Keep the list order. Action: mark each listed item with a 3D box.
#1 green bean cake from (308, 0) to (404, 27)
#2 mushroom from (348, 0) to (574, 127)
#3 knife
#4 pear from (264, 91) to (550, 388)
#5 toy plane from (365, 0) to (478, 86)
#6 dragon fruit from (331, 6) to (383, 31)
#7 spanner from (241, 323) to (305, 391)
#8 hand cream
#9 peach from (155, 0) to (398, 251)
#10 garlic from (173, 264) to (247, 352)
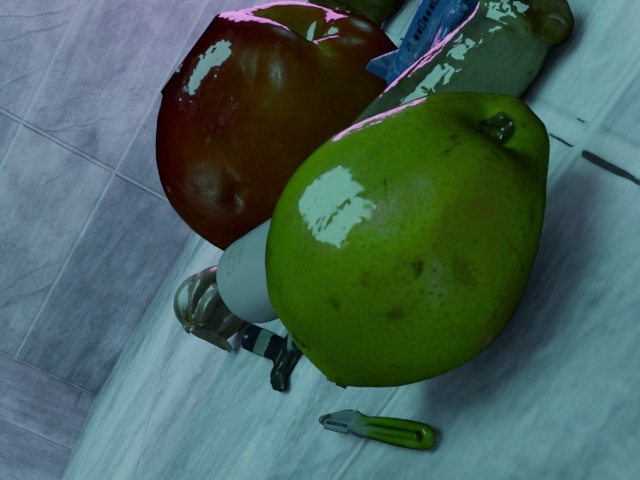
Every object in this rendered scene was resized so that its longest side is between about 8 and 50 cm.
[{"bbox_3d":[0.125,-0.578,1.395,0.310,0.202,0.285,-65,2,-20],"label":"green bean cake"},{"bbox_3d":[0.094,-0.113,0.686,0.333,0.087,0.107,-43,40,20],"label":"mushroom"},{"bbox_3d":[0.042,0.150,0.572,0.184,0.026,0.022,-21,81,66],"label":"knife"},{"bbox_3d":[0.065,-0.006,0.493,0.220,0.187,0.187,-41,21,21],"label":"pear"},{"bbox_3d":[0.146,-0.251,0.816,0.271,0.105,0.254,-43,24,49],"label":"toy plane"},{"bbox_3d":[0.057,-0.319,1.204,0.133,0.166,0.136,15,65,29],"label":"dragon fruit"},{"bbox_3d":[-0.072,0.148,0.978,0.087,0.024,0.316,-69,15,-10],"label":"spanner"},{"bbox_3d":[0.000,0.000,0.852,0.359,0.118,0.185,-33,32,48],"label":"hand cream"},{"bbox_3d":[-0.079,-0.175,1.057,0.406,0.310,0.335,-51,20,34],"label":"peach"},{"bbox_3d":[-0.172,0.083,1.215,0.127,0.131,0.194,-10,61,69],"label":"garlic"}]
